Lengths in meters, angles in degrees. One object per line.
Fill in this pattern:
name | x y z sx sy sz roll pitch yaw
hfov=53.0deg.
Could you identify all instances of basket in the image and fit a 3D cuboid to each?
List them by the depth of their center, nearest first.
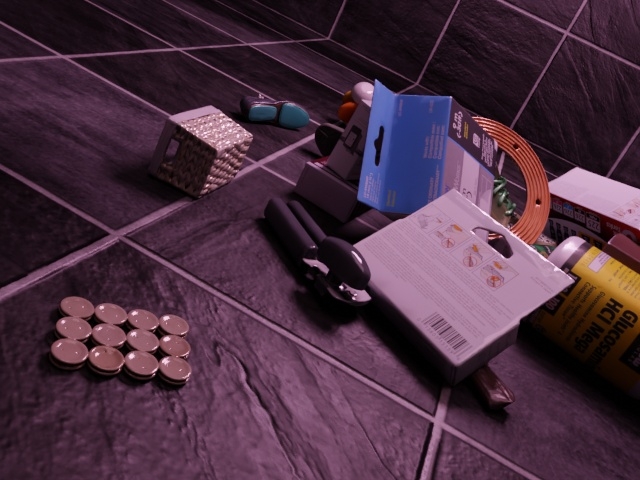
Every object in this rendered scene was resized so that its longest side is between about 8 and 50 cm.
basket | -0.204 -0.157 1.126 0.103 0.113 0.167 31 25 5

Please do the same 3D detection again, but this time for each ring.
ring | 0.361 -0.116 1.442 0.337 0.336 0.032 22 -19 -9

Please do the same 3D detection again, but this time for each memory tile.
memory tile | -0.214 0.110 0.703 0.148 0.012 0.113 15 26 -24

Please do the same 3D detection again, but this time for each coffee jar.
coffee jar | 0.425 0.048 1.351 0.184 0.079 0.096 9 64 -32

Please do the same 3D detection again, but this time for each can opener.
can opener | 0.000 0.000 1.031 0.076 0.095 0.283 8 30 -36

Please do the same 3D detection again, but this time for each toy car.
toy car | 0.134 -0.347 1.834 0.182 0.159 0.136 26 59 -1

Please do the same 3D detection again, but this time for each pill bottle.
pill bottle | 0.535 0.155 1.132 0.334 0.187 0.188 37 26 24

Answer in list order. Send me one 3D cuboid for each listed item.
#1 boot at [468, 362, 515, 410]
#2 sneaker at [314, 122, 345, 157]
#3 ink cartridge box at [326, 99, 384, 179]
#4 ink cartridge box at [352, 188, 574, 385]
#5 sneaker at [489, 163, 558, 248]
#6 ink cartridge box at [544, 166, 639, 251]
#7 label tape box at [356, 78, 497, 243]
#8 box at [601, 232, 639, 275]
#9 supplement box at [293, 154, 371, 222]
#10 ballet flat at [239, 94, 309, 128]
boot | 0.258 0.202 0.949 0.106 0.037 0.114 -7 35 -30
sneaker | 0.092 -0.212 1.563 0.228 0.087 0.130 30 22 2
ink cartridge box | 0.094 -0.196 1.273 0.063 0.150 0.109 44 30 25
ink cartridge box | 0.207 0.058 1.010 0.239 0.060 0.275 -29 50 -19
sneaker | 0.390 -0.104 1.514 0.410 0.182 0.158 30 24 7
ink cartridge box | 0.676 0.010 1.495 0.130 0.271 0.309 -27 30 -13
label tape box | 0.219 -0.136 1.230 0.106 0.240 0.334 -2 -17 38
box | 0.684 0.171 1.241 0.381 0.191 0.143 37 26 24
supplement box | 0.058 -0.121 1.359 0.130 0.073 0.239 33 26 15
ballet flat | -0.118 -0.326 1.606 0.203 0.074 0.074 -2 36 -43
